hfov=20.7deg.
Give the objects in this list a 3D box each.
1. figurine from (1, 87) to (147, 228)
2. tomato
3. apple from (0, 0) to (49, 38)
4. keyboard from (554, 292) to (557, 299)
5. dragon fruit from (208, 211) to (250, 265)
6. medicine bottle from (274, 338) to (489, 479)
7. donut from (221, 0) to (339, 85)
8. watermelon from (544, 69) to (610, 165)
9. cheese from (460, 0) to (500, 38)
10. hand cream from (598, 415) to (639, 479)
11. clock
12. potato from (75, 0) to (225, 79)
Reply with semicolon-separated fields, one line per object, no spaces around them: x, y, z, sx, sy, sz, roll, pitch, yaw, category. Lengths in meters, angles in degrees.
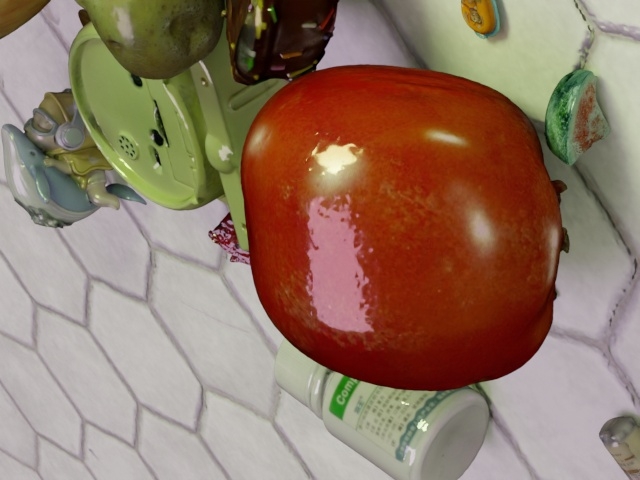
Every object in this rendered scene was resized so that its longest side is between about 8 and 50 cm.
-0.328;-0.102;2.293;0.208;0.183;0.128;25;176;-32;figurine
0.075;-0.018;1.608;0.325;0.290;0.293;-109;15;-66;tomato
-0.443;-0.388;1.933;0.391;0.346;0.391;29;134;34;apple
0.189;0.073;1.846;0.060;0.018;0.195;43;151;3;keyboard
-0.071;0.008;2.101;0.131;0.063;0.097;45;150;14;dragon fruit
0.067;0.179;2.015;0.237;0.139;0.139;33;145;35;medicine bottle
-0.031;-0.255;1.656;0.216;0.096;0.230;-98;18;-49;donut
0.234;-0.113;1.557;0.061;0.085;0.085;16;156;-16;watermelon
0.143;-0.229;1.583;0.047;0.017;0.111;26;141;35;cheese
0.334;0.243;1.800;0.143;0.039;0.061;55;149;-14;hand cream
-0.171;-0.158;2.011;0.348;0.117;0.286;23;139;43;clock
-0.185;-0.256;1.777;0.194;0.157;0.157;38;148;36;potato
